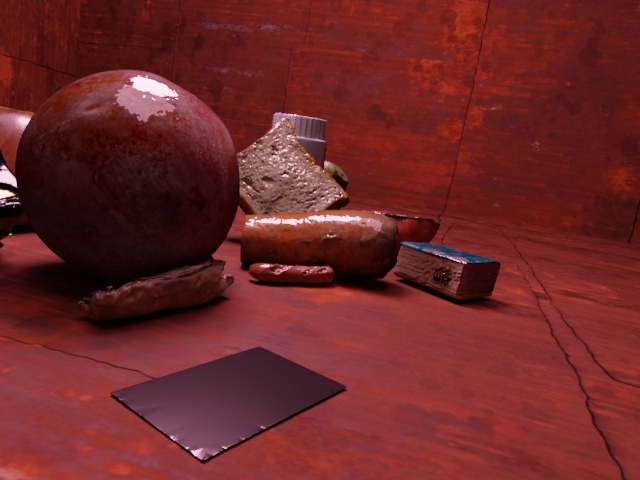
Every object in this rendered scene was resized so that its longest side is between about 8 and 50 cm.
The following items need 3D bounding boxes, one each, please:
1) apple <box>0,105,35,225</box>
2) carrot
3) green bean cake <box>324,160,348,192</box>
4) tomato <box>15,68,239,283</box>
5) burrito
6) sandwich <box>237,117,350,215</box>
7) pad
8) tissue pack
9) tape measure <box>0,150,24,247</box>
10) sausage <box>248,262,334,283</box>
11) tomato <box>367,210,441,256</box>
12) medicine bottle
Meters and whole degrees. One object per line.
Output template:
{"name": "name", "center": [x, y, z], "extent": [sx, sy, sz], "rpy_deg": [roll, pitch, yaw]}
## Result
{"name": "apple", "center": [-0.638, -0.148, 0.992], "extent": [0.256, 0.234, 0.257], "rpy_deg": [10, 13, -2]}
{"name": "carrot", "center": [0.000, 0.000, 0.965], "extent": [0.301, 0.139, 0.139], "rpy_deg": [7, 10, 3]}
{"name": "green bean cake", "center": [-0.049, -0.146, 1.496], "extent": [0.248, 0.222, 0.125], "rpy_deg": [17, 12, 28]}
{"name": "tomato", "center": [-0.278, -0.090, 0.750], "extent": [0.316, 0.317, 0.283], "rpy_deg": [10, 35, 9]}
{"name": "burrito", "center": [-0.199, 0.062, 0.663], "extent": [0.058, 0.063, 0.229], "rpy_deg": [27, 21, 33]}
{"name": "sandwich", "center": [-0.088, -0.125, 1.156], "extent": [0.251, 0.226, 0.087], "rpy_deg": [51, -6, 8]}
{"name": "pad", "center": [-0.079, 0.144, 0.478], "extent": [0.127, 0.004, 0.190], "rpy_deg": [16, 13, 36]}
{"name": "tissue pack", "center": [0.247, 0.058, 0.990], "extent": [0.120, 0.082, 0.169], "rpy_deg": [1, 12, -39]}
{"name": "tape measure", "center": [-0.556, -0.071, 0.774], "extent": [0.186, 0.199, 0.112], "rpy_deg": [-39, -12, 34]}
{"name": "sausage", "center": [-0.049, 0.059, 0.881], "extent": [0.157, 0.036, 0.042], "rpy_deg": [4, -14, -22]}
{"name": "tomato", "center": [0.185, -0.016, 1.276], "extent": [0.227, 0.112, 0.199], "rpy_deg": [8, 3, 0]}
{"name": "medicine bottle", "center": [-0.072, -0.167, 1.311], "extent": [0.158, 0.318, 0.158], "rpy_deg": [8, 11, -2]}
